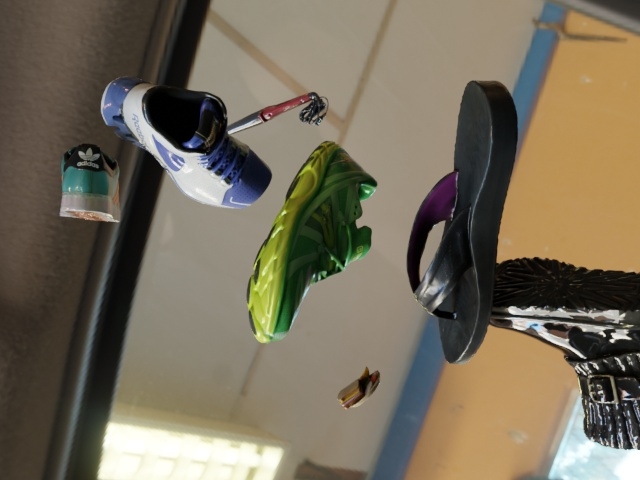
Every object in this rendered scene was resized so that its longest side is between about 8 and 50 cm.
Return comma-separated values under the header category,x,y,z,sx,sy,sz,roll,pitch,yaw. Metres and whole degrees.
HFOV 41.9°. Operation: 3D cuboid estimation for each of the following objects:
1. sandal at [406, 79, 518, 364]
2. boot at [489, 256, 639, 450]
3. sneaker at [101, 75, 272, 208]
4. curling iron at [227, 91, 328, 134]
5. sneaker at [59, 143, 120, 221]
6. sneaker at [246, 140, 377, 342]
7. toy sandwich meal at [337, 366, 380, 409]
category,x,y,z,sx,sy,sz,roll,pitch,yaw
sandal,0.184,-0.016,1.196,0.107,0.167,0.445,-4,-58,-9
boot,0.388,0.175,1.271,0.131,0.348,0.260,-39,-58,-35
sneaker,-0.194,-0.151,1.361,0.315,0.182,0.127,36,-103,-34
curling iron,-0.106,-0.253,1.753,0.035,0.274,0.068,-3,-95,-63
sneaker,-0.392,-0.097,1.442,0.108,0.302,0.121,6,-93,-16
sneaker,0.000,0.000,1.020,0.109,0.123,0.295,-53,11,55
toy sandwich meal,0.064,0.244,1.390,0.029,0.085,0.085,43,-118,-7
